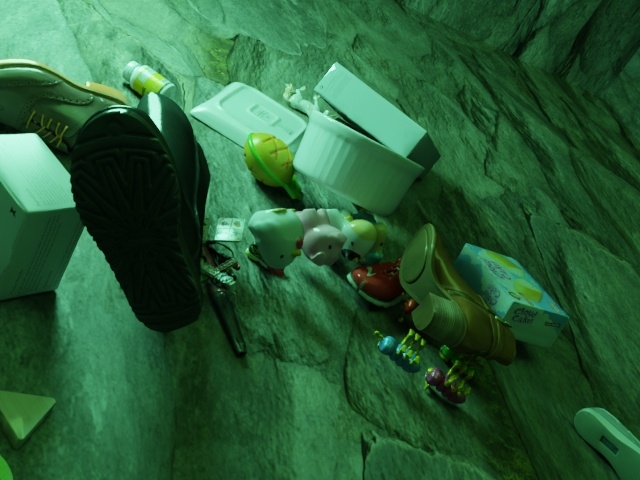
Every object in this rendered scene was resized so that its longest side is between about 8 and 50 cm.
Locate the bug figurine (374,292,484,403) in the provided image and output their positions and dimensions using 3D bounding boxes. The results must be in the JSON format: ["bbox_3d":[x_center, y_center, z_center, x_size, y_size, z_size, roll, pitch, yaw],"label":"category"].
[{"bbox_3d":[0.212,0.210,1.603,0.216,0.072,0.279,41,26,4],"label":"bug figurine"}]

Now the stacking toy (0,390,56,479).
[{"bbox_3d":[-0.459,0.187,0.975,0.279,0.130,0.309,25,31,-9],"label":"stacking toy"}]

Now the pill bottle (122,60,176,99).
[{"bbox_3d":[-0.394,-0.360,1.913,0.116,0.065,0.065,36,30,9],"label":"pill bottle"}]

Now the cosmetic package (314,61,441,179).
[{"bbox_3d":[0.158,-0.295,2.140,0.284,0.097,0.377,42,6,12],"label":"cosmetic package"}]

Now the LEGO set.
[{"bbox_3d":[-0.232,0.039,1.472,0.182,0.060,0.244,2,33,-1],"label":"LEGO set"}]

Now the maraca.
[{"bbox_3d":[-0.101,-0.166,1.863,0.186,0.099,0.127,47,23,-27],"label":"maraca"}]

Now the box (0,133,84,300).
[{"bbox_3d":[-0.461,-0.037,1.253,0.182,0.181,0.119,46,32,23],"label":"box"}]

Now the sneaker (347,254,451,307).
[{"bbox_3d":[0.168,0.061,1.738,0.279,0.118,0.107,-5,45,-46],"label":"sneaker"}]

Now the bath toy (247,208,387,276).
[{"bbox_3d":[0.000,0.000,1.657,0.348,0.151,0.129,-2,88,-54],"label":"bath toy"}]

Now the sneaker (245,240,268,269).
[{"bbox_3d":[-0.104,0.031,1.621,0.083,0.035,0.031,27,31,-7],"label":"sneaker"}]

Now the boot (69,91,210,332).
[{"bbox_3d":[-0.265,-0.129,1.342,0.146,0.367,0.445,-5,34,1],"label":"boot"}]

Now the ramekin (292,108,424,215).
[{"bbox_3d":[0.074,-0.164,1.821,0.277,0.135,0.277,28,7,-4],"label":"ramekin"}]

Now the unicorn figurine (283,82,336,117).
[{"bbox_3d":[-0.029,-0.366,2.270,0.162,0.060,0.111,15,40,1],"label":"unicorn figurine"}]

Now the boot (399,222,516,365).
[{"bbox_3d":[0.277,0.106,1.638,0.220,0.109,0.283,25,33,-24],"label":"boot"}]

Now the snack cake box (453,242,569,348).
[{"bbox_3d":[0.412,0.119,1.857,0.152,0.089,0.264,18,21,-23],"label":"snack cake box"}]

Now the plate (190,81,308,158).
[{"bbox_3d":[-0.147,-0.296,2.062,0.278,0.045,0.277,33,29,2],"label":"plate"}]

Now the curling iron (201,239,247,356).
[{"bbox_3d":[-0.165,0.093,1.472,0.068,0.035,0.274,12,35,-30],"label":"curling iron"}]

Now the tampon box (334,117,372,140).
[{"bbox_3d":[0.062,-0.200,2.029,0.161,0.120,0.101,37,30,8],"label":"tampon box"}]

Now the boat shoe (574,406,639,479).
[{"bbox_3d":[0.607,0.414,1.647,0.081,0.079,0.227,-8,44,-42],"label":"boat shoe"}]

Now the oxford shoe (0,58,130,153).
[{"bbox_3d":[-0.514,-0.244,1.576,0.363,0.130,0.133,4,46,-38],"label":"oxford shoe"}]
